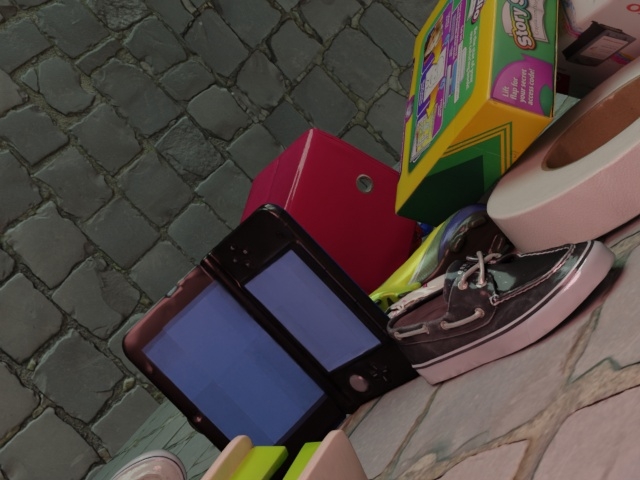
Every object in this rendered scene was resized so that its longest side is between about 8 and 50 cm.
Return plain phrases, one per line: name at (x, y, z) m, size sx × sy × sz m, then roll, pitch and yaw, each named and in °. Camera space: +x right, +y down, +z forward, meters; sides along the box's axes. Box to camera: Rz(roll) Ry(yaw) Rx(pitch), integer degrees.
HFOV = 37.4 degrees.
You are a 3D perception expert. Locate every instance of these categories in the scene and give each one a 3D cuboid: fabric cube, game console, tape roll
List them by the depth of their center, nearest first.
tape roll at (0.378, -0.131, 1.175) m, size 0.392 × 0.072 × 0.392 m, roll -41°, pitch 7°, yaw 6°
game console at (-0.063, 0.143, 1.207) m, size 0.250 × 0.293 × 0.173 m, roll -37°, pitch 9°, yaw 49°
fabric cube at (0.000, 0.000, 1.718) m, size 0.259 × 0.254 × 0.258 m, roll -36°, pitch 32°, yaw 55°

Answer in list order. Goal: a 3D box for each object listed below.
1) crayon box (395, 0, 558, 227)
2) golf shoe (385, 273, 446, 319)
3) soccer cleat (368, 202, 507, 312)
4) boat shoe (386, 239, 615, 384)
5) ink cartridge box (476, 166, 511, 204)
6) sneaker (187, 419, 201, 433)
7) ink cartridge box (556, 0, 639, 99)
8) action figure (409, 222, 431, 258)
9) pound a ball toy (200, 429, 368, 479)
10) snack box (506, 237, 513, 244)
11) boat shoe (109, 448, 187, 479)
crayon box at (0.229, -0.246, 1.392) m, size 0.313 × 0.106 × 0.363 m, roll 127°, pitch 157°, yaw -57°
golf shoe at (0.132, 0.097, 1.214) m, size 0.086 × 0.067 × 0.186 m, roll -3°, pitch -31°, yaw -41°
soccer cleat at (0.148, 0.059, 1.352) m, size 0.289 × 0.093 × 0.121 m, roll -42°, pitch 9°, yaw 6°
boat shoe at (0.181, 0.061, 1.031) m, size 0.108 × 0.102 × 0.301 m, roll -47°, pitch 6°, yaw -39°
ink cartridge box at (0.261, -0.115, 1.606) m, size 0.212 × 0.154 × 0.093 m, roll -47°, pitch 6°, yaw -32°
sneaker at (-0.125, 0.263, 1.896) m, size 0.330 × 0.122 × 0.146 m, roll -44°, pitch -13°, yaw 5°
ink cartridge box at (0.441, -0.318, 1.373) m, size 0.306 × 0.226 × 0.131 m, roll 149°, pitch 130°, yaw -67°
action figure at (0.207, -0.050, 1.858) m, size 0.139 × 0.091 × 0.280 m, roll -51°, pitch 1°, yaw 26°
pound a ball toy at (-0.037, 0.302, 0.784) m, size 0.208 × 0.135 × 0.319 m, roll -10°, pitch 23°, yaw 31°
snack box at (0.285, -0.023, 1.404) m, size 0.064 × 0.022 × 0.178 m, roll -41°, pitch 5°, yaw -2°
boat shoe at (-0.348, 0.491, 1.480) m, size 0.367 × 0.136 × 0.156 m, roll -47°, pitch 5°, yaw -3°
